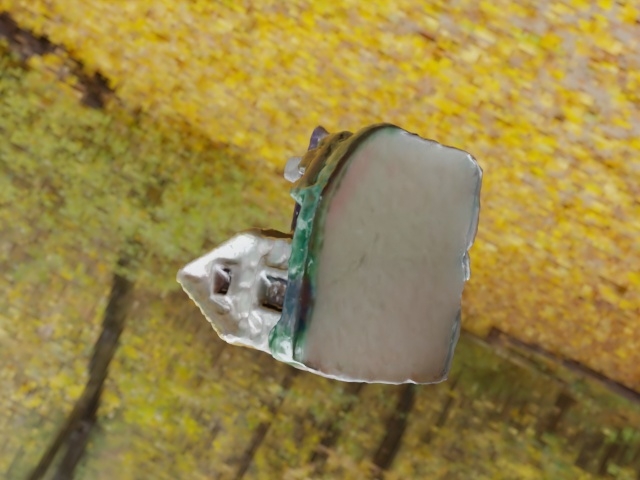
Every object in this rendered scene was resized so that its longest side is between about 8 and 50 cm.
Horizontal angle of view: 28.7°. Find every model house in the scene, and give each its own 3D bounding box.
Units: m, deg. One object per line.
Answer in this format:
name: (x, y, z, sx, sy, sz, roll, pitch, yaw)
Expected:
model house: (0.000, 0.000, 0.520, 0.088, 0.100, 0.100, 11, -179, -38)
